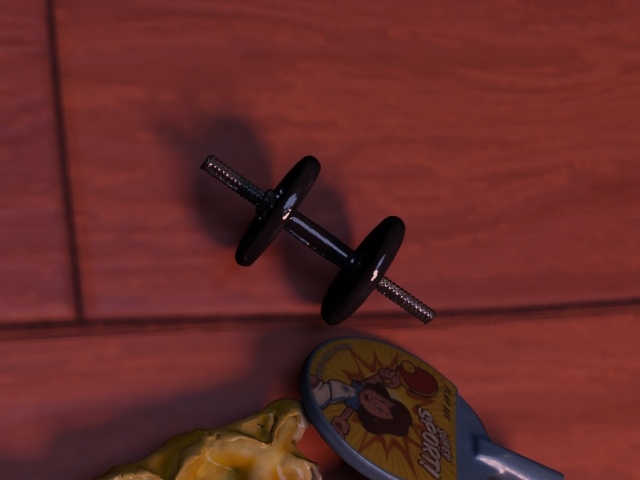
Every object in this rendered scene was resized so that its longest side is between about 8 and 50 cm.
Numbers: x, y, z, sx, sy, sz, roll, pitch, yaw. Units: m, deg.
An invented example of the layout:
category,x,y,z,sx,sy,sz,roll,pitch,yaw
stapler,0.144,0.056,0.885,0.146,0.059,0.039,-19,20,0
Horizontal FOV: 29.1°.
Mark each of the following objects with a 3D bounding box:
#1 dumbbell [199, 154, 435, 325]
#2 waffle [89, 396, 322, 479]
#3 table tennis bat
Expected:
category,x,y,z,sx,sy,sz,roll,pitch,yaw
dumbbell,0.000,0.000,0.647,0.147,0.069,0.069,36,63,-9
waffle,-0.022,0.207,0.576,0.261,0.056,0.250,-15,78,-31
table tennis bat,0.058,0.101,0.642,0.155,0.019,0.100,27,32,-11
